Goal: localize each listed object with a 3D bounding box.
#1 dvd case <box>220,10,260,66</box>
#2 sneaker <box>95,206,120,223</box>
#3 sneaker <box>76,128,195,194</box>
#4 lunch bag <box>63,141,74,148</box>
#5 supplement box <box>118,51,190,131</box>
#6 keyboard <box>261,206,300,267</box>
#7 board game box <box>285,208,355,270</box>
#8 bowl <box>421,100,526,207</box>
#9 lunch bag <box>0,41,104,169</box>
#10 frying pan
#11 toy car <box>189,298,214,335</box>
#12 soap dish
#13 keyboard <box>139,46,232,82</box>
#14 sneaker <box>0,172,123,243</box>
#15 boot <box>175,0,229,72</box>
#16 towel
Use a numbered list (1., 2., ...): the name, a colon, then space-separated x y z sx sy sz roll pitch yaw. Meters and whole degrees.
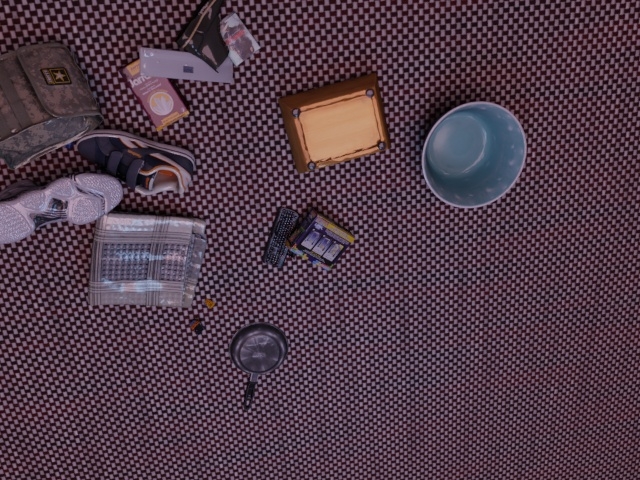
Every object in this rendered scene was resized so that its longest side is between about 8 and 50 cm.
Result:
1. dvd case: -0.231 -0.545 1.753 0.087 0.013 0.119 -35 101 5
2. sneaker: -0.621 -0.065 1.866 0.086 0.064 0.192 -37 116 1
3. sneaker: -0.510 -0.210 1.775 0.321 0.127 0.126 10 146 -13
4. lunch bag: -0.687 -0.302 1.758 0.065 0.067 0.098 18 107 -16
5. supplement box: -0.445 -0.406 1.749 0.104 0.081 0.188 -29 113 3
6. keyboard: -0.108 -0.002 1.993 0.100 0.038 0.192 14 110 -15
7. board game box: 0.000 0.000 1.983 0.170 0.048 0.141 31 103 -36
8. bowl: 0.425 -0.267 1.904 0.312 0.163 0.311 -3 113 -8
9. lunch bag: -0.723 -0.354 1.639 0.287 0.169 0.235 -28 78 -8
10. frying pan: -0.237 0.413 2.138 0.197 0.053 0.326 31 101 -18
11. toy car: -0.375 0.242 2.059 0.040 0.060 0.122 33 86 24
12. soap dish: 0.048 -0.326 1.843 0.291 0.118 0.228 -16 114 -2
13. keyboard: -0.353 -0.465 1.723 0.256 0.014 0.072 -3 104 -30
14. sneaker: -0.733 -0.113 1.767 0.366 0.210 0.137 -20 115 -17
15. boot: -0.275 -0.560 1.716 0.137 0.077 0.198 37 89 -28
16. towel: -0.506 0.065 1.907 0.324 0.056 0.312 4 113 -25
